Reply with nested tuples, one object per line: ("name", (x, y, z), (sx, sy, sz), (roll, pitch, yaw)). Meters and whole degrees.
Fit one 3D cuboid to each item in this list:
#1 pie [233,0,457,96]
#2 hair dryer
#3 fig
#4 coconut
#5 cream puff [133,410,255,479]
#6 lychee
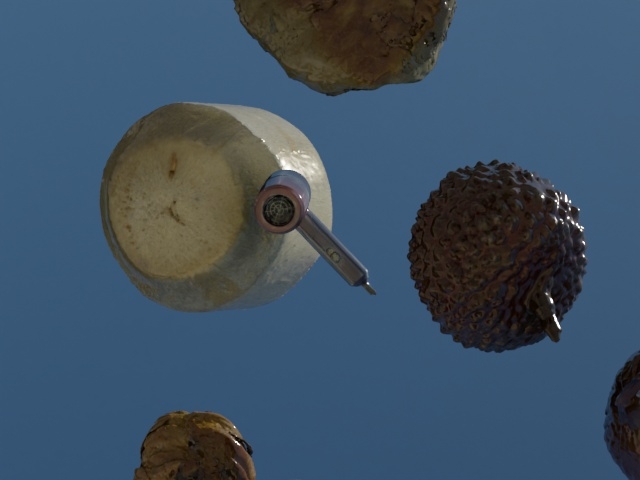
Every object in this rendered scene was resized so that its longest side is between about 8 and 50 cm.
("pie", (0.016, -0.194, 1.113), (0.163, 0.079, 0.193), (-40, -97, -11))
("hair dryer", (0.000, 0.000, 1.090), (0.037, 0.114, 0.063), (-43, -172, 12))
("fig", (0.283, 0.151, 1.277), (0.133, 0.201, 0.146), (-18, -105, 34))
("coconut", (-0.108, -0.039, 1.697), (0.237, 0.266, 0.238), (0, -91, 17))
("cream puff", (-0.131, 0.242, 1.557), (0.133, 0.119, 0.104), (-58, -159, 14))
("lychee", (0.160, 0.018, 1.325), (0.165, 0.165, 0.197), (-53, -137, 2))
